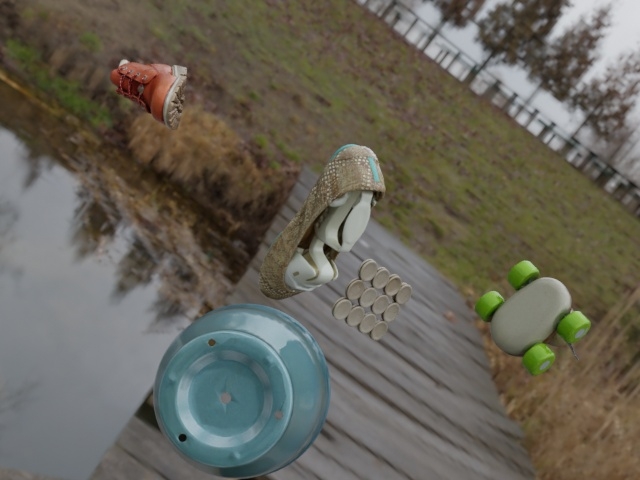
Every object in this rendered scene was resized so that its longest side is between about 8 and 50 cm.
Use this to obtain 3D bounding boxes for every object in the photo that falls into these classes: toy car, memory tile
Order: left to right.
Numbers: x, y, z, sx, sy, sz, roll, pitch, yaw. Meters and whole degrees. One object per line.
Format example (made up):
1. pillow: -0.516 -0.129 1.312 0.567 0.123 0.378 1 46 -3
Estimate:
1. memory tile: 0.085 0.097 1.542 0.012 0.113 0.148 34 0 44
2. toy car: 0.379 0.149 1.612 0.155 0.149 0.188 51 8 35

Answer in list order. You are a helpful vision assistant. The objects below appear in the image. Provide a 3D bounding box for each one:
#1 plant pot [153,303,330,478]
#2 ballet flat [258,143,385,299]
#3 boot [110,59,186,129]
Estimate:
1. plant pot: -0.121 0.222 1.373 0.271 0.272 0.255 39 -4 5
2. ballet flat: 0.000 0.000 0.937 0.073 0.206 0.067 4 40 -34
3. boot: -0.191 -0.164 1.042 0.084 0.059 0.158 11 16 -15
